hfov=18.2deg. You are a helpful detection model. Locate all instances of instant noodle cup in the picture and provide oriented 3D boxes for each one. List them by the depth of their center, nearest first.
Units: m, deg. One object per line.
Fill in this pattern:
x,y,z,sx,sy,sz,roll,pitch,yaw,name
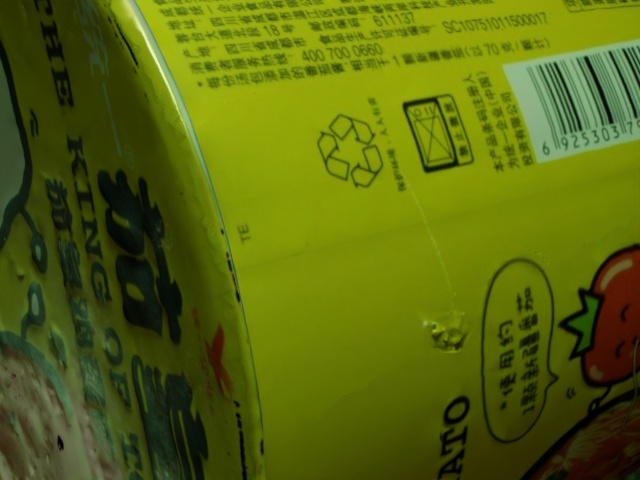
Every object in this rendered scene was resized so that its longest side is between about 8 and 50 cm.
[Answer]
0.000,0.000,0.789,0.254,0.326,0.325,-15,15,-29,instant noodle cup

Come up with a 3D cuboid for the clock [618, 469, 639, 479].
0.156,0.096,0.914,0.135,0.041,0.101,-4,14,19,clock
